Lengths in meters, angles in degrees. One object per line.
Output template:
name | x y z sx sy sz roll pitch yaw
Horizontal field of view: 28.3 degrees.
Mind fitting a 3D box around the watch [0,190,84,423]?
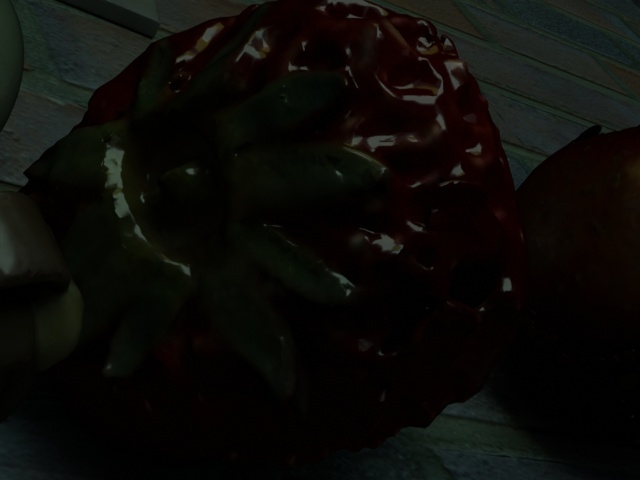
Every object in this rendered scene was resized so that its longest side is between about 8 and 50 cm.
watch | -0.319 -0.019 0.504 0.327 0.314 0.335 48 14 20

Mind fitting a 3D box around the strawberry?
strawberry | 0.000 0.000 0.828 0.295 0.317 0.345 46 16 21

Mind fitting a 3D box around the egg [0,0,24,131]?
egg | -0.285 -0.120 0.880 0.151 0.151 0.209 24 33 -19

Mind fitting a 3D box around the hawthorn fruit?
hawthorn fruit | 0.295 0.024 1.122 0.316 0.316 0.316 26 26 -14

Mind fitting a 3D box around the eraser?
eraser | -0.246 -0.273 1.348 0.150 0.023 0.104 20 28 -27
